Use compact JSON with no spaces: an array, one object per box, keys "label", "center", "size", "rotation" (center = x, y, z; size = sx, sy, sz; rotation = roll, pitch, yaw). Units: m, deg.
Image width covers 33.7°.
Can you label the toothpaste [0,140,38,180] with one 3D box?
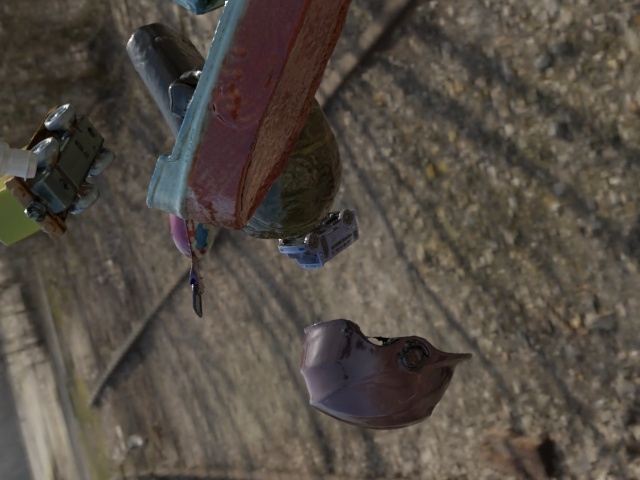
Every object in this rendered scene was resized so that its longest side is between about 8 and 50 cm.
[{"label":"toothpaste","center":[-0.340,-0.083,0.903],"size":[0.031,0.191,0.048],"rotation":[162,117,-70]}]

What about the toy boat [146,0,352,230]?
[{"label":"toy boat","center":[-0.075,-0.149,0.866],"size":[0.133,0.145,0.331],"rotation":[29,122,9]}]

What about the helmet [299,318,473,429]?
[{"label":"helmet","center":[0.116,0.275,2.083],"size":[0.271,0.339,0.197],"rotation":[134,151,-78]}]

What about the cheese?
[{"label":"cheese","center":[-0.206,0.002,1.720],"size":[0.155,0.062,0.244],"rotation":[77,-174,-74]}]

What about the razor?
[{"label":"razor","center":[-0.232,-0.240,1.933],"size":[0.326,0.107,0.189],"rotation":[64,-165,11]}]

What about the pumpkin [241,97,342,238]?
[{"label":"pumpkin","center":[-0.090,-0.118,1.487],"size":[0.260,0.189,0.260],"rotation":[47,155,30]}]

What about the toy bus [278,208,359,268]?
[{"label":"toy bus","center":[0.000,0.000,1.928],"size":[0.073,0.167,0.076],"rotation":[-1,113,40]}]

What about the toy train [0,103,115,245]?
[{"label":"toy train","center":[-0.319,-0.076,1.223],"size":[0.089,0.127,0.219],"rotation":[54,-156,-27]}]
